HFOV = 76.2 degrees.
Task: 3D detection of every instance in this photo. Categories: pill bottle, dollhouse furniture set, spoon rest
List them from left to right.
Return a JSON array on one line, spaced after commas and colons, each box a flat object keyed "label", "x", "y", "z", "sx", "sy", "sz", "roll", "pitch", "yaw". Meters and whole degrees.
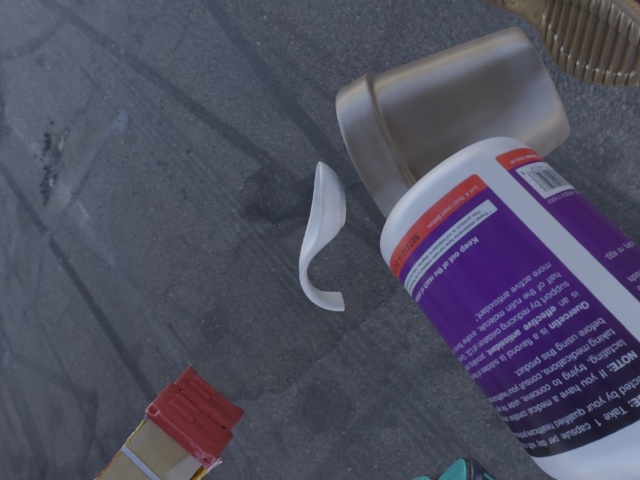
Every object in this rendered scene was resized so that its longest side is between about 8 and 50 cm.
[{"label": "dollhouse furniture set", "x": -0.130, "y": 0.388, "z": 0.558, "sx": 0.374, "sy": 0.152, "sz": 0.201, "roll": 41, "pitch": 91, "yaw": 3}, {"label": "spoon rest", "x": 0.000, "y": 0.000, "z": 0.718, "sx": 0.084, "sy": 0.137, "sz": 0.276, "roll": -5, "pitch": 115, "yaw": -4}, {"label": "pill bottle", "x": 0.209, "y": 0.072, "z": 0.366, "sx": 0.181, "sy": 0.181, "sz": 0.323, "roll": -46, "pitch": 62, "yaw": 25}]

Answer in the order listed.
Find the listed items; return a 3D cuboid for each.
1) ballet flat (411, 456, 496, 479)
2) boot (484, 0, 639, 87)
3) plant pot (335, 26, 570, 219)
[{"label": "ballet flat", "x": 0.186, "y": 0.375, "z": 0.593, "sx": 0.074, "sy": 0.074, "sz": 0.203, "roll": 49, "pitch": 137, "yaw": 23}, {"label": "boot", "x": 0.319, "y": -0.276, "z": 0.432, "sx": 0.207, "sy": 0.090, "sz": 0.248, "roll": -26, "pitch": 57, "yaw": -7}, {"label": "plant pot", "x": 0.228, "y": -0.188, "z": 0.688, "sx": 0.280, "sy": 0.323, "sz": 0.323, "roll": -27, "pitch": 76, "yaw": 25}]
